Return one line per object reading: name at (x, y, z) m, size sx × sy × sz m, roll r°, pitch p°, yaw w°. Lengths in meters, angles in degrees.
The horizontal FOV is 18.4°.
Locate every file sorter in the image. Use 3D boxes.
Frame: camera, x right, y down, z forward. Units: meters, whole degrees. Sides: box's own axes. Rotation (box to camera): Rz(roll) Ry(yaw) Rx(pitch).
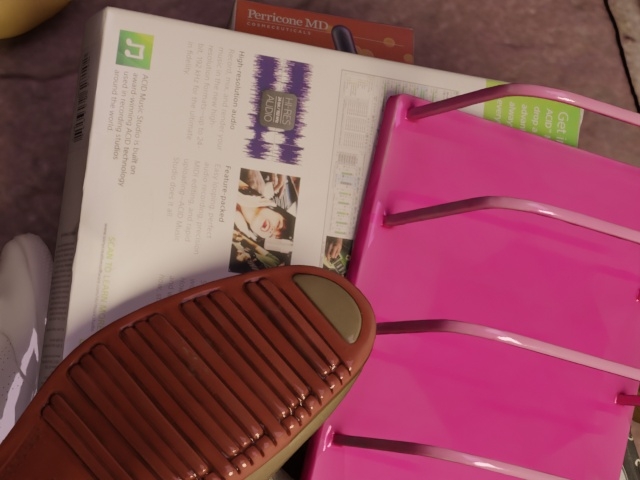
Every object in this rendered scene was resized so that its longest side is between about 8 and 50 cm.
file sorter at (0.131, 0.073, 1.135) m, size 0.202 × 0.182 × 0.290 m, roll 16°, pitch 82°, yaw -19°

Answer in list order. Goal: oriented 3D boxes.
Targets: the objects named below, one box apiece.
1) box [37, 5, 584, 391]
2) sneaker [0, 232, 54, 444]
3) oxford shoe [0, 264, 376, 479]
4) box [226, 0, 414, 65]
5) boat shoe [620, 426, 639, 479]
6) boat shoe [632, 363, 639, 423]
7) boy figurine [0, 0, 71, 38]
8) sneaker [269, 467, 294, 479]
box at (0.000, 0.000, 1.217) m, size 0.322 × 0.058 × 0.232 m, roll 9°, pitch 83°, yaw -19°
sneaker at (-0.206, 0.090, 1.209) m, size 0.094 × 0.080 × 0.212 m, roll 1°, pitch 62°, yaw -8°
oxford shoe at (-0.112, 0.143, 1.120) m, size 0.348 × 0.130 × 0.123 m, roll -35°, pitch 58°, yaw -7°
box at (-0.010, -0.061, 1.337) m, size 0.130 × 0.091 × 0.170 m, roll 8°, pitch 59°, yaw -10°
boat shoe at (0.184, 0.127, 1.307) m, size 0.040 × 0.049 × 0.142 m, roll 8°, pitch 58°, yaw -33°
boat shoe at (0.329, 0.094, 1.316) m, size 0.285 × 0.104 × 0.089 m, roll 17°, pitch 51°, yaw -18°
boy figurine at (-0.248, -0.211, 1.365) m, size 0.177 × 0.092 × 0.285 m, roll 33°, pitch 55°, yaw 3°
sneaker at (-0.031, 0.159, 1.238) m, size 0.044 × 0.040 × 0.109 m, roll -12°, pitch 66°, yaw -39°
